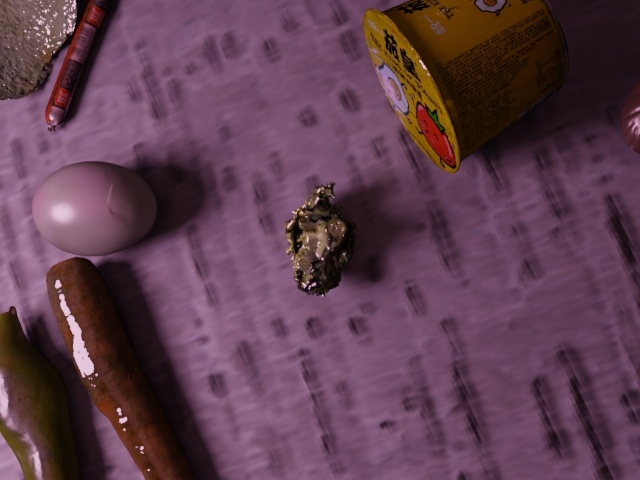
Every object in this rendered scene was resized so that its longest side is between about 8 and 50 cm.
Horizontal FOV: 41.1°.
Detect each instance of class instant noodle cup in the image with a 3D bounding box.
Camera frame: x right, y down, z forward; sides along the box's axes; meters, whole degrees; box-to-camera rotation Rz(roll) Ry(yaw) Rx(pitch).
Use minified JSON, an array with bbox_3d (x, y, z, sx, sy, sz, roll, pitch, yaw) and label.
[{"bbox_3d":[0.148,-0.179,0.846,0.144,0.182,0.182,-29,78,-5],"label":"instant noodle cup"}]

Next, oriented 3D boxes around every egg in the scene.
[{"bbox_3d":[-0.244,-0.034,0.922,0.134,0.103,0.103,-2,81,9],"label":"egg"}]

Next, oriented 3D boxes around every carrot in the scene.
[{"bbox_3d":[-0.204,0.174,0.907,0.070,0.070,0.342,-29,81,5],"label":"carrot"}]

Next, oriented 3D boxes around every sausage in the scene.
[{"bbox_3d":[-0.281,-0.218,0.996,0.028,0.025,0.198,20,86,-8],"label":"sausage"}]

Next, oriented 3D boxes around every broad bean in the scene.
[{"bbox_3d":[-0.300,0.226,0.913,0.075,0.067,0.325,-21,77,15],"label":"broad bean"}]

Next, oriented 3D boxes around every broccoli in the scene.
[{"bbox_3d":[0.000,0.000,0.882,0.097,0.092,0.095,-41,90,-16],"label":"broccoli"}]

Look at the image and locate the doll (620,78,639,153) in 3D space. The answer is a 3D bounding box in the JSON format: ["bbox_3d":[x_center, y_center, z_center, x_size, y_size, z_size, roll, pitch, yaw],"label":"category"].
[{"bbox_3d":[0.377,-0.096,0.829,0.145,0.096,0.188,-20,89,14],"label":"doll"}]

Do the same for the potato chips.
[{"bbox_3d":[-0.361,-0.279,1.005,0.167,0.059,0.228,31,93,19],"label":"potato chips"}]
